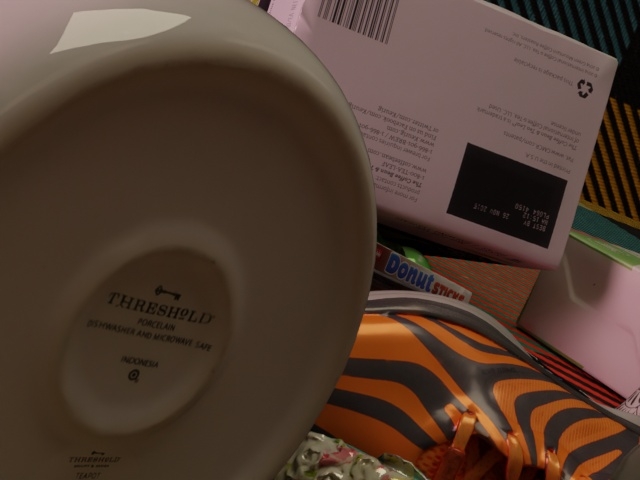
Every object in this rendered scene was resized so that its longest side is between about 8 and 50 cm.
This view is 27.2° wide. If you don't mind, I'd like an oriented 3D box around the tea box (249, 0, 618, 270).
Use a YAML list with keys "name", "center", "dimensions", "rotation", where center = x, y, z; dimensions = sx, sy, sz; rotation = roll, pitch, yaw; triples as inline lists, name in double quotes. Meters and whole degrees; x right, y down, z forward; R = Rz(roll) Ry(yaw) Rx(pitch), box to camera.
- name: "tea box"
  center: [0.052, -0.124, 1.316]
  dimensions: [0.329, 0.220, 0.323]
  rotation: [19, -5, -23]

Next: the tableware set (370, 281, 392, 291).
- name: "tableware set"
  center: [-0.021, 0.018, 1.017]
  dimensions: [0.141, 0.020, 0.169]
  rotation: [14, -11, 20]

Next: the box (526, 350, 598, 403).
- name: "box"
  center: [0.085, 0.097, 0.931]
  dimensions: [0.220, 0.051, 0.175]
  rotation: [16, 12, -34]

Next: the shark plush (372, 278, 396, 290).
- name: "shark plush"
  center: [0.000, 0.000, 1.071]
  dimensions: [0.067, 0.073, 0.161]
  rotation: [41, 2, 43]

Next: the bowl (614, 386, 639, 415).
- name: "bowl"
  center: [0.338, 0.153, 1.119]
  dimensions: [0.170, 0.080, 0.170]
  rotation: [22, 11, -4]

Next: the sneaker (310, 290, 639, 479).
- name: "sneaker"
  center: [0.115, 0.127, 0.648]
  dimensions: [0.321, 0.124, 0.180]
  rotation: [20, 10, -19]

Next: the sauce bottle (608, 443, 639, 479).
- name: "sauce bottle"
  center: [0.246, 0.176, 0.557]
  dimensions: [0.344, 0.111, 0.111]
  rotation: [31, 6, -30]

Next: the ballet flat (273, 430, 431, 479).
- name: "ballet flat"
  center: [0.040, 0.147, 0.527]
  dimensions: [0.241, 0.091, 0.077]
  rotation: [24, 32, 22]

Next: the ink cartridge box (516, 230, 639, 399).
- name: "ink cartridge box"
  center: [0.406, 0.108, 1.372]
  dimensions: [0.353, 0.119, 0.207]
  rotation: [15, 13, -37]

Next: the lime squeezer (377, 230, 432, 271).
- name: "lime squeezer"
  center: [0.030, 0.027, 1.207]
  dimensions: [0.110, 0.059, 0.310]
  rotation: [-23, 38, -29]

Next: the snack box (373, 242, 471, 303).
- name: "snack box"
  center: [0.048, 0.019, 1.015]
  dimensions: [0.064, 0.022, 0.178]
  rotation: [19, -4, 37]

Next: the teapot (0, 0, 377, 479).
- name: "teapot"
  center: [-0.113, -0.002, 0.499]
  dimensions: [0.252, 0.256, 0.187]
  rotation: [-36, 44, -24]
